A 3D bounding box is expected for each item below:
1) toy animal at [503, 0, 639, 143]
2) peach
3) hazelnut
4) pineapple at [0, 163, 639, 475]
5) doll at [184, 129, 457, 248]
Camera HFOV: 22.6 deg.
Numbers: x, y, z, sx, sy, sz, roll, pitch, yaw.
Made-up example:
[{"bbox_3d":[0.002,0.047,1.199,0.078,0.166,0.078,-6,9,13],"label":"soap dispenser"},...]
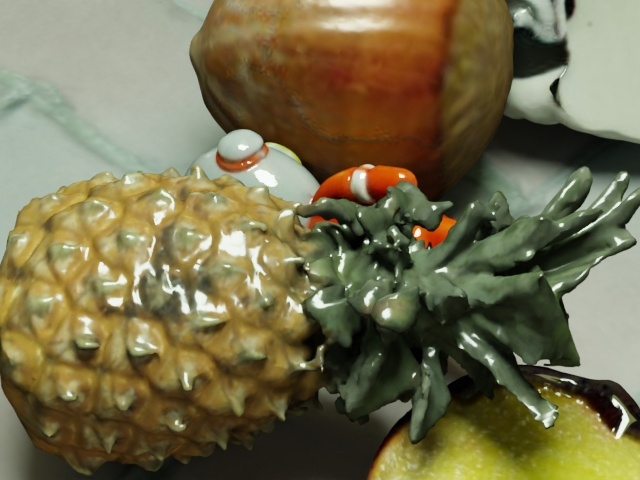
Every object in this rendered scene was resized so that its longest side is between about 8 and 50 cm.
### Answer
[{"bbox_3d":[0.196,-0.172,1.115,0.204,0.208,0.156,7,2,-16],"label":"toy animal"},{"bbox_3d":[0.104,0.176,0.792,0.189,0.068,0.279,17,42,12],"label":"peach"},{"bbox_3d":[0.021,-0.111,1.015,0.214,0.214,0.176,1,51,-2],"label":"hazelnut"},{"bbox_3d":[0.003,0.032,0.832,0.340,0.169,0.169,-7,39,15],"label":"pineapple"},{"bbox_3d":[0.000,0.000,0.943,0.245,0.142,0.076,18,45,27],"label":"doll"}]
